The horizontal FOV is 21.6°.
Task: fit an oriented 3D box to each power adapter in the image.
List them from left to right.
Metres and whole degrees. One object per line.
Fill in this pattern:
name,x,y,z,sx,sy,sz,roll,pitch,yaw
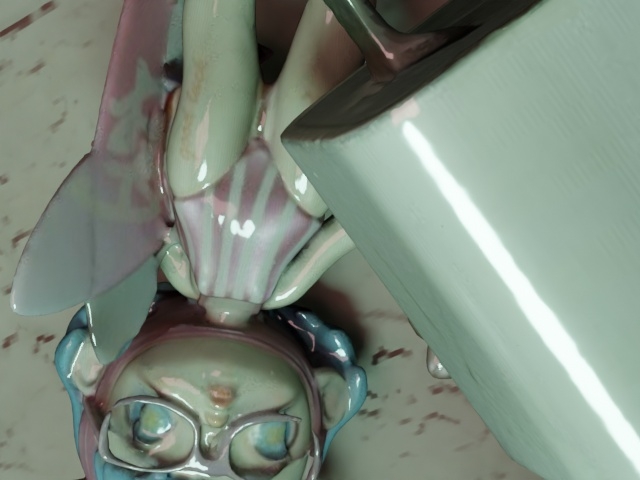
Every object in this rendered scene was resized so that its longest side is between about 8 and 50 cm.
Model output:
power adapter,0.061,-0.045,0.501,0.130,0.125,0.205,-36,100,-7

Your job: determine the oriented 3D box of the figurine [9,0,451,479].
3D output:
figurine,-0.009,-0.004,0.605,0.205,0.103,0.260,6,104,-15
